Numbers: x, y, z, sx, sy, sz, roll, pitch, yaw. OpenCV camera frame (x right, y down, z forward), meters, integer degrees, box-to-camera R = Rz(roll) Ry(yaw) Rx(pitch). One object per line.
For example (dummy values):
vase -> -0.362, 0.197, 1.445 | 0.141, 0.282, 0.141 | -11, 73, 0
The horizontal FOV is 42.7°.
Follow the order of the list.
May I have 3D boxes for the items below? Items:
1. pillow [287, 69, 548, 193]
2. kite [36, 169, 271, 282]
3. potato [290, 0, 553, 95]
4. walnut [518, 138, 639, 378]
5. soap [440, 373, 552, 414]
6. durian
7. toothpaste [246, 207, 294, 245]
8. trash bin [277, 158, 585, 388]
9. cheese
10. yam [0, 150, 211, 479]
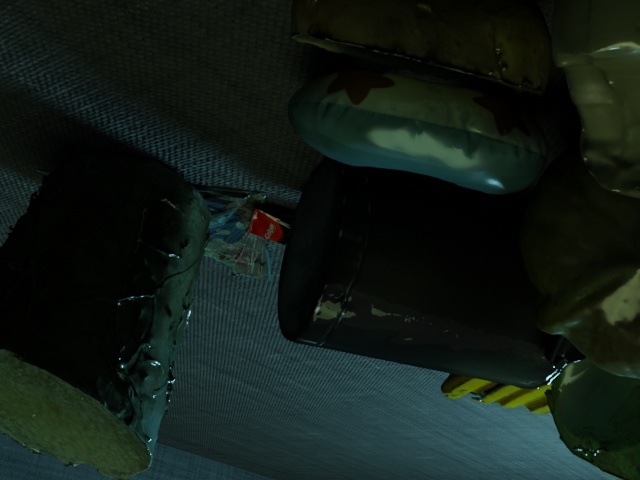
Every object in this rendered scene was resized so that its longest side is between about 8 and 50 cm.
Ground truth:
pillow -> 0.085, -0.095, 0.732 | 0.233, 0.086, 0.214 | 9, -177, 0
kite -> -0.196, -0.013, 1.128 | 0.406, 0.014, 0.368 | 28, 148, -37
potato -> 0.079, -0.166, 0.610 | 0.200, 0.081, 0.164 | 9, -169, -9
walnut -> 0.304, 0.000, 0.733 | 0.227, 0.283, 0.283 | 51, 157, 11
soap -> 0.340, 0.190, 1.304 | 0.204, 0.096, 0.324 | 13, 156, -9
durian -> 0.379, 0.190, 0.963 | 0.163, 0.198, 0.394 | 43, 180, -19
toothpaste -> 0.000, 0.000, 1.061 | 0.194, 0.045, 0.071 | 15, 154, -8
trash bin -> 0.124, 0.042, 0.923 | 0.302, 0.203, 0.252 | 14, -165, -16
cheese -> 0.199, -0.160, 0.532 | 0.082, 0.163, 0.286 | 5, 144, 42
yam -> -0.257, 0.070, 0.928 | 0.241, 0.348, 0.241 | 6, 138, 5
